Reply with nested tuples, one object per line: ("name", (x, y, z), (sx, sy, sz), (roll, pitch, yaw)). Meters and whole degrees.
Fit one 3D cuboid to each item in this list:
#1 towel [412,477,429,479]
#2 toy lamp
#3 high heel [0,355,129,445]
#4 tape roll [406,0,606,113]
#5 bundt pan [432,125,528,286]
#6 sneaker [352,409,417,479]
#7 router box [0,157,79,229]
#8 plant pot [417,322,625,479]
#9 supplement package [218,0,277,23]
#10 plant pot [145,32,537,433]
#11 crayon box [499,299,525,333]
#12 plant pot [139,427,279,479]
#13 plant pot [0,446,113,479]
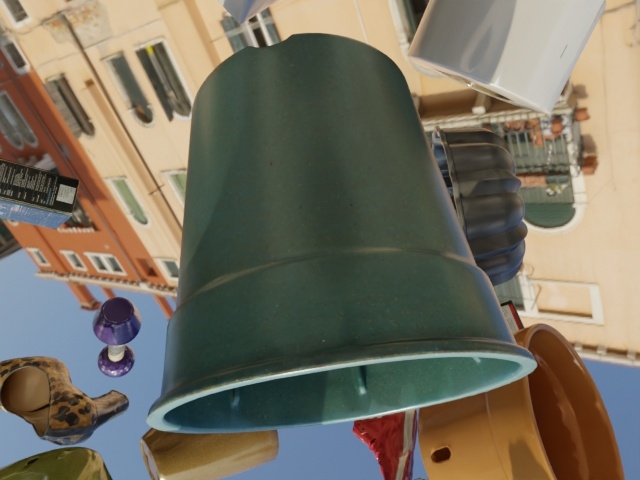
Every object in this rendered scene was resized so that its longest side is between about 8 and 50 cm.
("towel", (0.032, 0.532, 0.771), (0.370, 0.271, 0.040), (-14, 177, -11))
("toy lamp", (-0.362, 0.174, 0.936), (0.080, 0.080, 0.275), (-47, 174, -36))
("high heel", (-0.434, 0.228, 0.766), (0.261, 0.093, 0.186), (11, 175, 4))
("tape roll", (0.276, -0.317, 0.813), (0.246, 0.169, 0.246), (21, -162, -7))
("bundt pan", (0.300, -0.062, 1.000), (0.124, 0.331, 0.331), (-9, -149, 8))
("sneaker", (0.121, 0.430, 1.058), (0.128, 0.087, 0.221), (2, -147, 18))
("router box", (-0.299, -0.045, 0.523), (0.122, 0.092, 0.038), (-10, -110, 56))
("plant pot", (0.282, 0.291, 0.779), (0.203, 0.291, 0.291), (-29, -159, 36))
("supplement package", (-0.054, -0.420, 0.553), (0.175, 0.177, 0.293), (-45, -178, -29))
("plant pot", (0.000, 0.000, 0.550), (0.341, 0.341, 0.334), (-15, -116, 14))
("crayon box", (0.455, 0.337, 1.173), (0.106, 0.313, 0.363), (-22, -112, 16))
("plant pot", (-0.261, 0.442, 1.190), (0.254, 0.237, 0.237), (-18, -158, -34))
("plant pot", (-0.271, 0.417, 0.510), (0.366, 0.353, 0.366), (-19, -174, 2))
